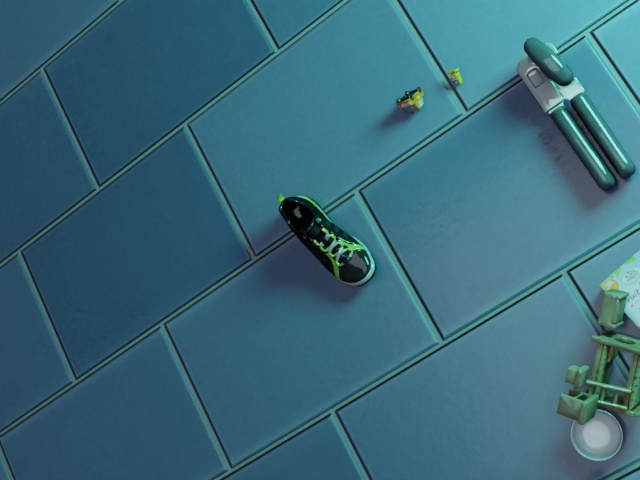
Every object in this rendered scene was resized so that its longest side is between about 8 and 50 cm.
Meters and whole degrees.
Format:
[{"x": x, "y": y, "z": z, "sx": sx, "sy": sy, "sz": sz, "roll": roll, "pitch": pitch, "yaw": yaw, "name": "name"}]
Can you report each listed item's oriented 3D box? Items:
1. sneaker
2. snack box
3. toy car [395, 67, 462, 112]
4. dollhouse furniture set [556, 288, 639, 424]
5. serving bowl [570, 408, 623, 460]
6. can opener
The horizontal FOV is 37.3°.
[{"x": 0.000, "y": 0.000, "z": 1.762, "sx": 0.235, "sy": 0.097, "sz": 0.084, "roll": 42, "pitch": 103, "yaw": 22, "name": "sneaker"}, {"x": 0.541, "y": 0.093, "z": 1.539, "sx": 0.100, "sy": 0.037, "sz": 0.141, "roll": -44, "pitch": 70, "yaw": 14, "name": "snack box"}, {"x": 0.200, "y": -0.266, "z": 1.722, "sx": 0.122, "sy": 0.060, "sz": 0.040, "roll": -20, "pitch": 109, "yaw": 28, "name": "toy car"}, {"x": 0.459, "y": 0.185, "z": 1.473, "sx": 0.101, "sy": 0.161, "sz": 0.182, "roll": 16, "pitch": 105, "yaw": 33, "name": "dollhouse furniture set"}, {"x": 0.457, "y": 0.320, "z": 1.561, "sx": 0.083, "sy": 0.027, "sz": 0.083, "roll": -3, "pitch": 83, "yaw": 24, "name": "serving bowl"}, {"x": 0.422, "y": -0.217, "z": 1.592, "sx": 0.076, "sy": 0.095, "sz": 0.283, "roll": -35, "pitch": 72, "yaw": 18, "name": "can opener"}]
